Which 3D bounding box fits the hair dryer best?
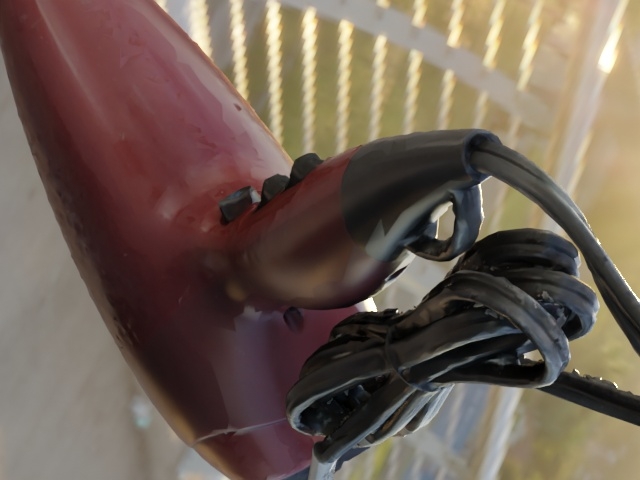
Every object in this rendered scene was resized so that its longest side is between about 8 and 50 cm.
[{"bbox_3d":[0.000,0.000,0.456,0.080,0.293,0.223,-30,144,-29],"label":"hair dryer"}]
